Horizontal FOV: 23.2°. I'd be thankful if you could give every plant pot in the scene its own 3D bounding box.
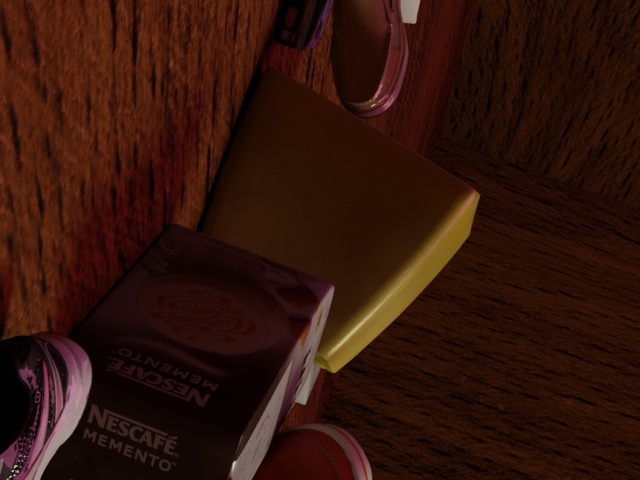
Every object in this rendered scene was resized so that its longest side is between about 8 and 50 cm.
[{"bbox_3d":[0.000,0.000,1.393,0.187,0.212,0.212,-58,173,-7],"label":"plant pot"}]

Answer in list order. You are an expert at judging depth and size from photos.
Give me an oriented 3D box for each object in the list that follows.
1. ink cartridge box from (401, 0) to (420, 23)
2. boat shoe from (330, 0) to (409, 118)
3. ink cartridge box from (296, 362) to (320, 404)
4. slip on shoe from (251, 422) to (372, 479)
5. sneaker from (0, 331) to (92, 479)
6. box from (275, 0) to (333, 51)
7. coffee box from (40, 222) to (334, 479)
[{"bbox_3d":[0.069,-0.289,1.480,0.198,0.067,0.115,102,-6,-59],"label":"ink cartridge box"},{"bbox_3d":[0.036,-0.199,1.328,0.072,0.068,0.190,53,35,-63],"label":"boat shoe"},{"bbox_3d":[-0.018,0.086,1.991,0.153,0.087,0.208,96,17,-65],"label":"ink cartridge box"},{"bbox_3d":[-0.103,0.252,1.161,0.331,0.123,0.101,-34,166,8],"label":"slip on shoe"},{"bbox_3d":[-0.185,0.130,0.835,0.077,0.072,0.178,37,65,-71],"label":"sneaker"},{"bbox_3d":[0.000,-0.236,1.366,0.094,0.027,0.137,-41,150,-77],"label":"box"},{"bbox_3d":[-0.093,0.095,1.112,0.246,0.141,0.098,-59,167,-63],"label":"coffee box"}]
